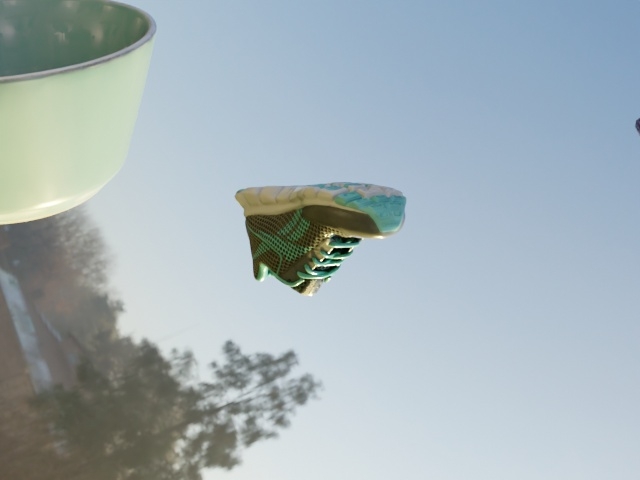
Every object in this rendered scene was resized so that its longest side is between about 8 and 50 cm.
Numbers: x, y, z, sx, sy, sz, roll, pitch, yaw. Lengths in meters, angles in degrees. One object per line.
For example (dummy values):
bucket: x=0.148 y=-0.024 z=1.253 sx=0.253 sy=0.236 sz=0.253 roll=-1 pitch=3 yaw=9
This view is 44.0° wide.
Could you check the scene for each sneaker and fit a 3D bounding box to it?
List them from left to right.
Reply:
sneaker: x=0.000 y=0.000 z=0.527 sx=0.166 sy=0.064 sz=0.076 roll=2 pitch=-85 yaw=59

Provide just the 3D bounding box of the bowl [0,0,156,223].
bowl: x=-0.311 y=-0.127 z=0.776 sx=0.311 sy=0.311 sz=0.163 roll=43 pitch=-40 yaw=49

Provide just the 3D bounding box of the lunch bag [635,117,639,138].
lunch bag: x=0.263 y=0.054 z=0.253 sx=0.293 sy=0.138 sz=0.221 roll=37 pitch=17 yaw=-44
